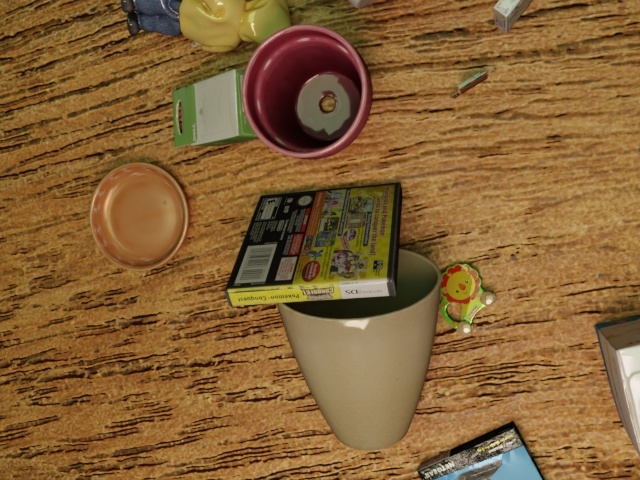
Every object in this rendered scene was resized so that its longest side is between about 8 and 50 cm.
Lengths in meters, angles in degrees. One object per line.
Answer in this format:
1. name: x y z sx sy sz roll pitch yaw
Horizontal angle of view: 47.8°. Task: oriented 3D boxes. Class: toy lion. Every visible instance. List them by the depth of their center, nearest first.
1. toy lion: 0.234 0.092 1.199 0.096 0.034 0.100 38 101 17

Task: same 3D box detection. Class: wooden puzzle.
1. wooden puzzle: 0.246 -0.256 1.169 0.083 0.049 0.006 -30 83 14

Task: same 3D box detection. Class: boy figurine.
1. boy figurine: -0.189 -0.390 1.225 0.285 0.177 0.092 6 64 3

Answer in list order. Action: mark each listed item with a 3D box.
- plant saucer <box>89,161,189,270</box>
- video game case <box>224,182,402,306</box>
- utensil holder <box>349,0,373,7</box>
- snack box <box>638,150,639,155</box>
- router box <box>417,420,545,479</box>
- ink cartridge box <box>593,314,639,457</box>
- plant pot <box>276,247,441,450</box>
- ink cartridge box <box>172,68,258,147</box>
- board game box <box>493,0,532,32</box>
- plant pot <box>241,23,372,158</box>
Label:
1. plant saucer: -0.330 -0.044 1.334 0.200 0.037 0.200 0 92 14
2. video game case: 0.000 0.000 1.137 0.248 0.275 0.035 -5 123 12
3. utensil holder: 0.044 -0.588 1.042 0.327 0.327 0.385 -40 96 13
4. snack box: 0.571 -0.102 0.954 0.060 0.322 0.187 -33 83 -8
5. router box: 0.271 0.398 1.192 0.179 0.046 0.133 -30 85 14
6. ink cartridge box: 0.508 0.198 1.026 0.171 0.232 0.168 -14 89 15
7. plant pot: 0.071 0.183 1.150 0.256 0.256 0.274 -1 113 15
8. ink cartridge box: -0.178 -0.222 1.253 0.209 0.062 0.109 -1 93 49
9. board game box: 0.327 -0.402 1.115 0.026 0.103 0.154 40 101 10
10. plant pot: -0.005 -0.227 1.168 0.201 0.180 0.201 0 92 15
